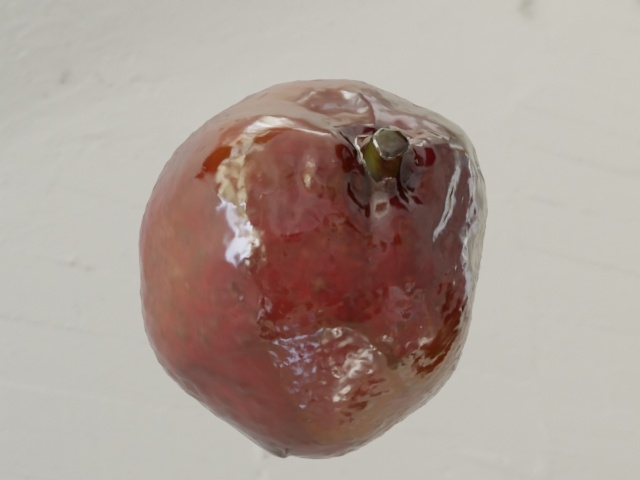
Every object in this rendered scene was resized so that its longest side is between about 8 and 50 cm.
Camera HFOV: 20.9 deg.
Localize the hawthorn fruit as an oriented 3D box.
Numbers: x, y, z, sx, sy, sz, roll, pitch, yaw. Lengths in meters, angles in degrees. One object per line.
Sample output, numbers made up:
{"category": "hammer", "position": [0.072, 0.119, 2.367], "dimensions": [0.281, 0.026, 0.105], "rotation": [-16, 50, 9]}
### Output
{"category": "hawthorn fruit", "position": [0.000, 0.000, 1.248], "dimensions": [0.265, 0.307, 0.265], "rotation": [6, -120, -10]}
